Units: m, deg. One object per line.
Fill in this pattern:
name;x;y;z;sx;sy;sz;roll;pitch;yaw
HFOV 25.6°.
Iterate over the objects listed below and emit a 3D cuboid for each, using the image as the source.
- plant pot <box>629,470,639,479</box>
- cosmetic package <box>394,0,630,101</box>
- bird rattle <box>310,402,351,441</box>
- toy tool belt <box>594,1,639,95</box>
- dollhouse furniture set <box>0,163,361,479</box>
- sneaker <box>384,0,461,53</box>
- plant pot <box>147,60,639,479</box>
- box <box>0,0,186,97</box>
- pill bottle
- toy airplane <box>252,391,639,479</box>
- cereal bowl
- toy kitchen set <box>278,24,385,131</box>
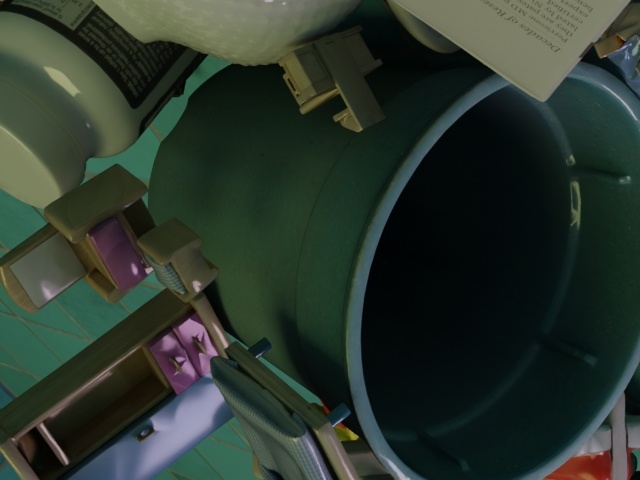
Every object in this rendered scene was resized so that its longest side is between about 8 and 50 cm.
plant pot;0.418;0.327;1.351;0.271;0.272;0.255;41;142;-12
cosmetic package;0.136;-0.211;0.828;0.151;0.151;0.184;35;158;2
bird rattle;0.075;0.166;1.612;0.143;0.253;0.207;-46;60;52
toy tool belt;0.228;-0.124;0.993;0.083;0.051;0.052;45;156;-20
dollhouse furniture set;-0.102;0.154;1.021;0.303;0.198;0.286;35;157;47
sneaker;0.020;-0.258;0.984;0.147;0.104;0.296;29;162;44
plant pot;0.050;-0.005;1.159;0.334;0.341;0.341;22;154;49
box;-0.247;-0.211;1.405;0.190;0.045;0.184;-1;148;13
pill bottle;-0.188;-0.171;1.193;0.162;0.278;0.162;30;155;15
toy airplane;0.144;0.203;1.346;0.386;0.273;0.384;15;-166;3
cereal bowl;-0.131;-0.242;0.988;0.339;0.141;0.339;45;-176;-4
toy kitchen set;-0.001;-0.097;0.988;0.075;0.083;0.068;-30;90;41
